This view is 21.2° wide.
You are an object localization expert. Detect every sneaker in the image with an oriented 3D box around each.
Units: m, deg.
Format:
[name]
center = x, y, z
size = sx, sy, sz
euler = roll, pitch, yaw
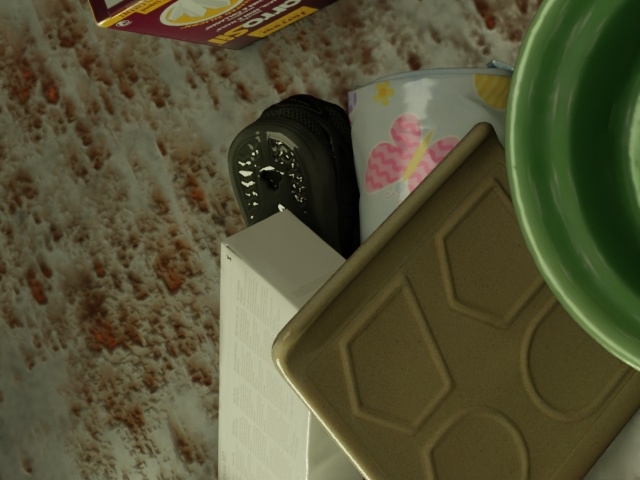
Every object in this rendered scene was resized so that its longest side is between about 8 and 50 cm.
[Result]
[sneaker]
center = 0.000, 0.000, 1.207
size = 0.087, 0.130, 0.227
euler = 0, 117, 23

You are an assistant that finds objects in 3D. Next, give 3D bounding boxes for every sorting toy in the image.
[sorting toy]
center = 0.063, 0.107, 1.031
size = 0.229, 0.307, 0.041
euler = 54, 153, -20

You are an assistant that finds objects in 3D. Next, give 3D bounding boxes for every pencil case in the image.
[pencil case]
center = 0.088, 0.019, 1.137
size = 0.124, 0.113, 0.273
euler = -6, 87, 14

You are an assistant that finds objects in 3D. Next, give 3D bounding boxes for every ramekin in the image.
[ramekin]
center = 0.275, -0.059, 1.015
size = 0.303, 0.148, 0.303
euler = 0, 89, 26

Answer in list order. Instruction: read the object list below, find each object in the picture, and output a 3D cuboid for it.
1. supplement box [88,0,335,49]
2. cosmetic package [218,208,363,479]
[supplement box]
center = -0.076, -0.194, 1.180
size = 0.104, 0.188, 0.081
euler = -24, 80, 25
[cosmetic package]
center = -0.017, 0.102, 1.144
size = 0.099, 0.060, 0.239
euler = 39, 143, 31
